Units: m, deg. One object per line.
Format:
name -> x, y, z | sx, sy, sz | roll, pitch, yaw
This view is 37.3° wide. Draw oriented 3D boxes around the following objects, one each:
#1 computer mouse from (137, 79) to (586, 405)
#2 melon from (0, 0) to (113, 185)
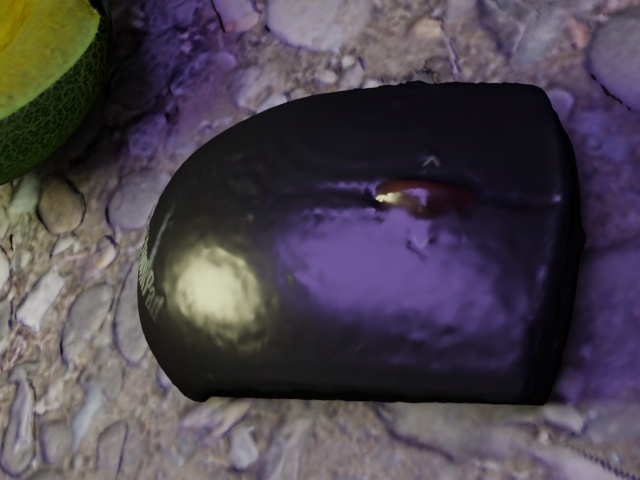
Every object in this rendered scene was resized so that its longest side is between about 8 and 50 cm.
computer mouse -> 0.000, 0.000, 0.500 | 0.269, 0.100, 0.170 | -5, 68, 30
melon -> -0.225, -0.129, 0.694 | 0.169, 0.129, 0.265 | -14, 56, 0
